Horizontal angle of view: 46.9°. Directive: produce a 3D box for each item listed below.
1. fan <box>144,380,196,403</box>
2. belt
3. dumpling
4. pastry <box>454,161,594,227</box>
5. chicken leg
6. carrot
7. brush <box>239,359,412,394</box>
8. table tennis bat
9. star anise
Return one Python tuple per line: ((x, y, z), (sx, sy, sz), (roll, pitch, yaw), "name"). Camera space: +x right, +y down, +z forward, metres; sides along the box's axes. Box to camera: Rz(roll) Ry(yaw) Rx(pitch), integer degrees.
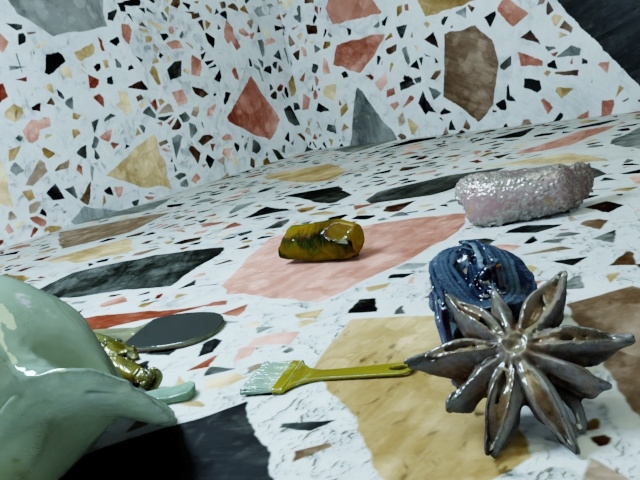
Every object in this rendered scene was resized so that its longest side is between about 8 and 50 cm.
((-0.248, 0.202, 0.909), (0.193, 0.016, 0.038), (-11, 12, -1), "fan")
((0.186, 0.063, 0.850), (0.122, 0.128, 0.218), (-10, 14, 5), "belt")
((-0.315, 0.164, 0.772), (0.212, 0.270, 0.320), (-42, 48, -15), "dumpling")
((0.391, -0.088, 1.405), (0.265, 0.103, 0.112), (-12, 19, 11), "pastry")
((-0.274, 0.166, 0.997), (0.178, 0.070, 0.093), (8, 17, 39), "chicken leg")
((0.000, 0.000, 1.422), (0.173, 0.082, 0.082), (-1, 16, 31), "carrot")
((0.011, 0.157, 0.875), (0.205, 0.011, 0.083), (-7, 13, 19), "brush")
((-0.271, 0.145, 1.173), (0.246, 0.022, 0.138), (-7, 14, 18), "table tennis bat")
((0.181, 0.106, 0.684), (0.182, 0.065, 0.195), (25, 70, 34), "star anise")
